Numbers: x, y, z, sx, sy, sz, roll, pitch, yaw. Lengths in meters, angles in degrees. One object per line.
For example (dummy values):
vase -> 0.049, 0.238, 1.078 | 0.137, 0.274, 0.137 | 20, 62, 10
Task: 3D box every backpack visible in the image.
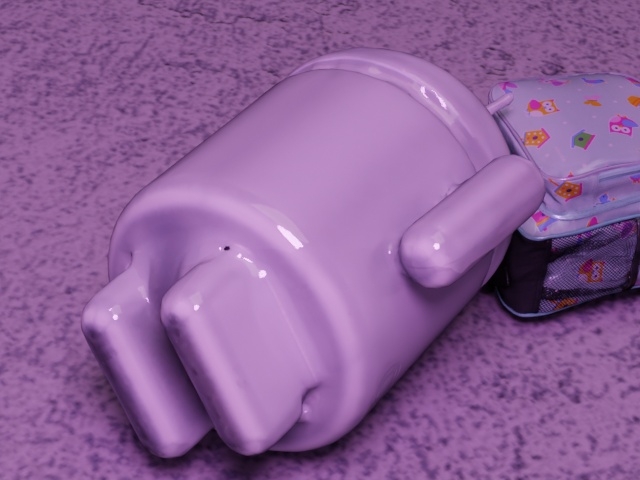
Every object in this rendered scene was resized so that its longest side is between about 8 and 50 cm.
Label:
backpack -> 0.206, -0.042, 1.215 | 0.188, 0.144, 0.166 | -3, 36, -20

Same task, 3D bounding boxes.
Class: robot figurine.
robot figurine -> 0.000, 0.000, 1.075 | 0.300, 0.199, 0.353 | -4, 28, 41
